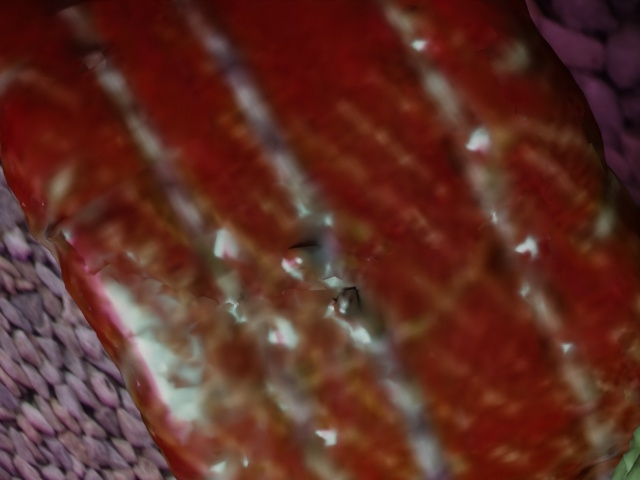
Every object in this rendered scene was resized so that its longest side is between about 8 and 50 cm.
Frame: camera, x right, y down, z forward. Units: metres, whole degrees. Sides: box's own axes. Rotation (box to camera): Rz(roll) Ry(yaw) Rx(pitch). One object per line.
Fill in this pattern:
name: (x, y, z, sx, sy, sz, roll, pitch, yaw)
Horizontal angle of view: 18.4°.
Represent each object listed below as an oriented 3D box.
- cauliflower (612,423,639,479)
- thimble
cauliflower: (0.241, 0.130, 0.741, 0.272, 0.250, 0.275, -116, 27, -46)
thimble: (0.000, 0.000, 0.921, 0.350, 0.230, 0.350, 61, 176, 7)
